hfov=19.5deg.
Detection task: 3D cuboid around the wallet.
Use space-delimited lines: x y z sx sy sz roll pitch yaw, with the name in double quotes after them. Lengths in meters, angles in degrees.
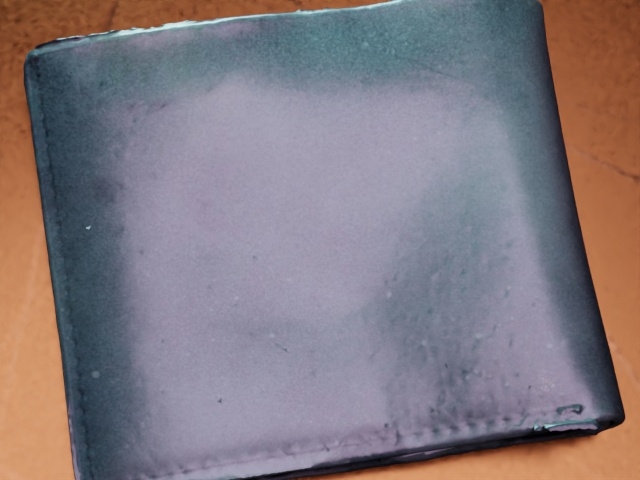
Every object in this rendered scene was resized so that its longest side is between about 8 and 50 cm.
0.000 0.000 0.980 0.290 0.054 0.251 -9 76 -6 "wallet"
